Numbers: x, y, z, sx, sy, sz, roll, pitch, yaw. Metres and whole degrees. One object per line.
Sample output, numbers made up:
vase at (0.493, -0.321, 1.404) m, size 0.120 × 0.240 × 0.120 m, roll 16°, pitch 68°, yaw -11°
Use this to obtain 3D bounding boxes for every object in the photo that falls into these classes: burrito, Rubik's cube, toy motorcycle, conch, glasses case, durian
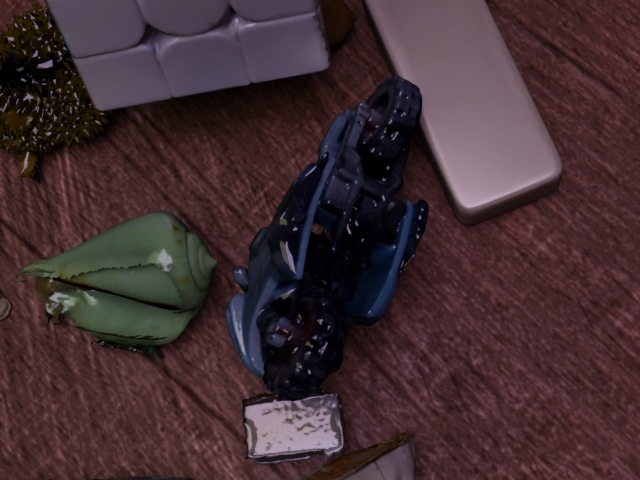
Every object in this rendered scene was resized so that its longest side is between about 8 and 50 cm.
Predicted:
burrito at (0.040, 0.365, 1.229) m, size 0.143 × 0.105 × 0.299 m, roll 4°, pitch 76°, yaw -17°
Rubik's cube at (-0.159, -0.361, 1.244) m, size 0.290 × 0.291 × 0.291 m, roll -10°, pitch 53°, yaw 3°
toy motorcycle at (0.000, 0.000, 1.288) m, size 0.172 × 0.232 × 0.416 m, roll 26°, pitch 66°, yaw -18°
conch at (-0.238, 0.060, 1.334) m, size 0.251 × 0.143 × 0.137 m, roll -27°, pitch 32°, yaw 13°
glasses case at (0.173, -0.194, 1.366) m, size 0.144 × 0.076 × 0.336 m, roll -21°, pitch 75°, yaw 1°
durian at (-0.356, -0.202, 1.401) m, size 0.193 × 0.138 × 0.237 m, roll 10°, pitch 78°, yaw 9°

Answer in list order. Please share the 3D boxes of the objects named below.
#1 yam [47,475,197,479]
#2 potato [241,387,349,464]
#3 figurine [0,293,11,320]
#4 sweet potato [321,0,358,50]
yam at (-0.284, 0.334, 1.269) m, size 0.330 × 0.133 × 0.133 m, roll -8°, pitch 75°, yaw 1°
potato at (-0.028, 0.223, 1.297) m, size 0.122 × 0.061 × 0.086 m, roll -6°, pitch 75°, yaw 3°
figurine at (-0.435, 0.069, 1.390) m, size 0.083 × 0.050 × 0.047 m, roll 33°, pitch 88°, yaw 14°
sweet potato at (-0.099, -0.286, 1.414) m, size 0.292 × 0.097 × 0.097 m, roll 5°, pitch 77°, yaw 8°
